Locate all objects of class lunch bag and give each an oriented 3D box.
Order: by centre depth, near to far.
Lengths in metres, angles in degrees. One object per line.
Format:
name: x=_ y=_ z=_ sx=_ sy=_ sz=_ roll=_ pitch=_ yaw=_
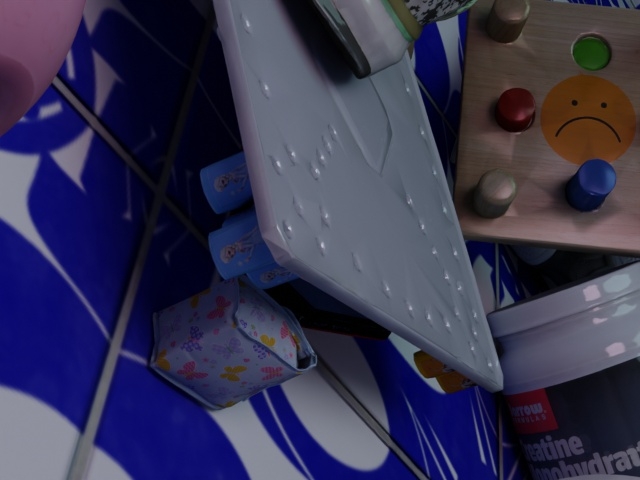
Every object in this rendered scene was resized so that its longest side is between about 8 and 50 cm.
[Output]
lunch bag: x=-0.053 y=0.066 z=0.714 sx=0.083 sy=0.071 sz=0.053 roll=42 pitch=32 yaw=-39

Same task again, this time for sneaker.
sneaker: x=0.099 y=-0.242 z=0.897 sx=0.158 sy=0.182 sz=0.410 roll=61 pitch=19 yaw=-18
sneaker: x=0.333 y=0.054 z=1.341 sx=0.268 sy=0.101 sz=0.153 roll=42 pitch=-5 yaw=40

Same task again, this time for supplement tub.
supplement tub: x=0.288 y=0.174 z=1.150 sx=0.191 sy=0.191 sz=0.272 roll=-10 pitch=80 yaw=-64

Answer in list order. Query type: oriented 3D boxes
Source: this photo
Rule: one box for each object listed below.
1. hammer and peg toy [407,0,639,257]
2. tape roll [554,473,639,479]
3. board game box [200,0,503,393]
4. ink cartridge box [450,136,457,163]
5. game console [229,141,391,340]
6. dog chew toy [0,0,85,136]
hammer and peg toy: x=0.208 y=-0.111 z=1.149 sx=0.127 sy=0.361 sz=0.266 roll=94 pitch=2 yaw=-76
tape roll: x=0.208 y=0.314 z=0.829 sx=0.246 sy=0.246 sz=0.169 roll=59 pitch=27 yaw=-18
board game box: x=0.004 y=-0.101 z=0.843 sx=0.390 sy=0.050 sz=0.390 roll=34 pitch=38 yaw=-58
ink cartridge box: x=0.284 y=-0.149 z=1.369 sx=0.201 sy=0.117 sz=0.278 roll=24 pitch=30 yaw=6
game console: x=0.000 y=0.000 z=0.839 sx=0.124 sy=0.085 sz=0.144 roll=42 pitch=13 yaw=29
dog chew toy: x=-0.223 y=-0.185 z=0.449 sx=0.206 sy=0.206 sz=0.332 roll=-2 pitch=64 yaw=-63
